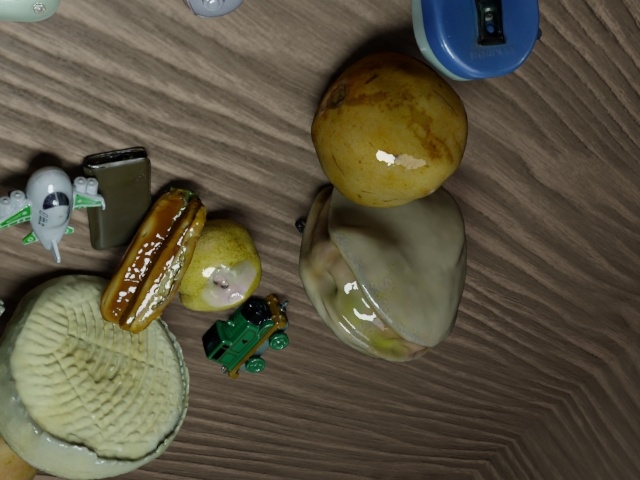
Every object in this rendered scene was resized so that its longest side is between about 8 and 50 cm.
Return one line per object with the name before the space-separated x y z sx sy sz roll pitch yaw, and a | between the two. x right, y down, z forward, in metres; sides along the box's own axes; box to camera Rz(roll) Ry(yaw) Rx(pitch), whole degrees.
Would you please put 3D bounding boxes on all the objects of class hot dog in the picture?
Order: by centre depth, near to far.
hot dog | -0.276 0.036 1.512 0.269 0.115 0.072 -58 151 3

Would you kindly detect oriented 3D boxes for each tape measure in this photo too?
tape measure | 0.189 -0.355 1.398 0.351 0.098 0.215 -11 99 -21

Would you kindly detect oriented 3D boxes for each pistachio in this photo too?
pistachio | 0.125 0.035 1.660 0.281 0.365 0.445 -35 -177 31

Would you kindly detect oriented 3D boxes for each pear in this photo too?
pear | -0.195 0.047 1.604 0.178 0.178 0.178 -18 141 -15

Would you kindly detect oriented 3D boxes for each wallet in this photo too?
wallet | -0.338 -0.066 1.496 0.110 0.031 0.198 -14 140 -21

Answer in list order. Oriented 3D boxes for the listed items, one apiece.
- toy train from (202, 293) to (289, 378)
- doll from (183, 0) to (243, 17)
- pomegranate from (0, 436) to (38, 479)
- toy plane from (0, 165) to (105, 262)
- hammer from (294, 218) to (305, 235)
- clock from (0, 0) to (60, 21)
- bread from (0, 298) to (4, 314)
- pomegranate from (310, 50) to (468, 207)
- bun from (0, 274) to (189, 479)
toy train | -0.156 0.198 1.869 0.136 0.091 0.228 25 118 -35
doll | -0.159 -0.405 1.147 0.150 0.151 0.287 -24 146 -7
pomegranate | -0.604 0.346 1.615 0.270 0.252 0.229 -4 116 -26
toy plane | -0.423 -0.045 1.394 0.174 0.080 0.174 -25 148 -16
hammer | 0.000 0.000 1.784 0.017 0.062 0.182 -44 151 9
clock | -0.392 -0.366 1.097 0.151 0.062 0.191 -2 134 -30
bread | -0.580 0.017 1.317 0.192 0.171 0.314 -5 132 -17
pomegranate | 0.119 -0.176 1.487 0.264 0.264 0.264 -18 141 -15
bun | -0.417 0.250 1.549 0.364 0.364 0.202 8 145 -39
